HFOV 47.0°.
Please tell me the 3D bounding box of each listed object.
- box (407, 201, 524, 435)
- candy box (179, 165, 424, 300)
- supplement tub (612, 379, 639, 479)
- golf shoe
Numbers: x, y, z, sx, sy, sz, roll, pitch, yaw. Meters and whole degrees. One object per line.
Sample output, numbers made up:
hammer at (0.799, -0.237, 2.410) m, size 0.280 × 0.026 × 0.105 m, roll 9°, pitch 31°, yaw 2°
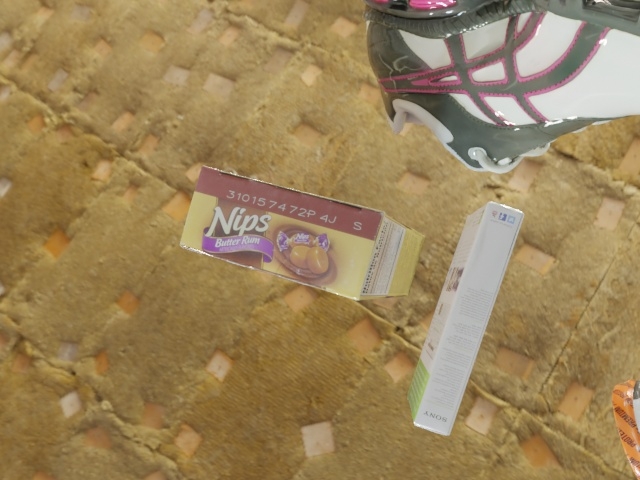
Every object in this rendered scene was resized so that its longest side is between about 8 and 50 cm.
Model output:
box at (0.208, 0.110, 1.098) m, size 0.059 × 0.232 × 0.321 m, roll 20°, pitch -91°, yaw 5°
candy box at (0.000, 0.000, 0.479) m, size 0.109 × 0.187 × 0.053 m, roll 16°, pitch -91°, yaw 16°
supplement tub at (0.598, 0.235, 1.008) m, size 0.338 × 0.207 × 0.207 m, roll -24°, pitch -118°, yaw 30°
golf shoe at (0.124, -0.089, 0.375) m, size 0.105 × 0.120 × 0.273 m, roll -20°, pitch -148°, yaw -27°
